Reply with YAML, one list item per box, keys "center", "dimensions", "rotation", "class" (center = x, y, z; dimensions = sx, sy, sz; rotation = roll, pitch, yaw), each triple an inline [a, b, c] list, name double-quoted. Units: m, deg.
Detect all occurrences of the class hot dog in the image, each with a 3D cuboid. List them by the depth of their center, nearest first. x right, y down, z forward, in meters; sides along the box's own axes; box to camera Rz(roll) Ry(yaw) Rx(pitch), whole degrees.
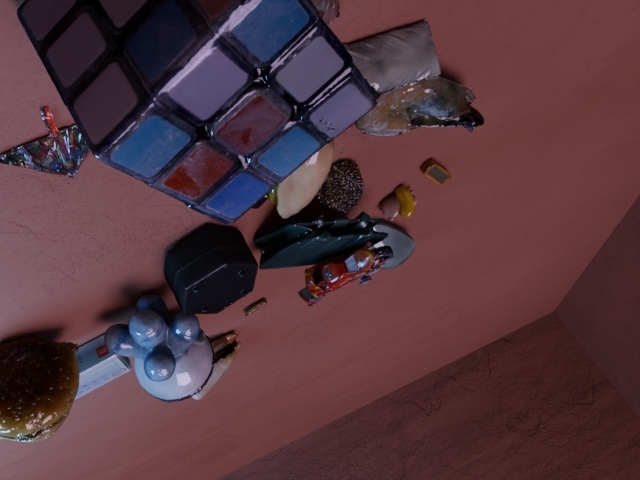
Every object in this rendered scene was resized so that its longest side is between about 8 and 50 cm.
- center: [-0.203, 0.208, 2.156]
  dimensions: [0.083, 0.021, 0.037]
  rotation: [-32, 173, -7]
  class: "hot dog"

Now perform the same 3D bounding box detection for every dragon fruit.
- center: [-0.022, 0.182, 2.257]
  dimensions: [0.083, 0.056, 0.060]
  rotation: [-30, 151, -9]
  class: "dragon fruit"

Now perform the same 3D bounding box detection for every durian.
- center: [0.065, -0.126, 1.827]
  dimensions: [0.148, 0.091, 0.188]
  rotation: [-38, 153, 11]
  class: "durian"

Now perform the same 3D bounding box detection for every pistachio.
- center: [-0.069, -0.184, 1.525]
  dimensions: [0.187, 0.188, 0.299]
  rotation: [-16, 154, -28]
  class: "pistachio"

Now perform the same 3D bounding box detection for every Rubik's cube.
- center: [-0.181, -0.291, 1.053]
  dimensions: [0.363, 0.362, 0.358]
  rotation: [-37, 154, 11]
  class: "Rubik's cube"

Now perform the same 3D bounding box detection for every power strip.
- center: [0.351, -0.201, 2.063]
  dimensions: [0.049, 0.028, 0.178]
  rotation: [-42, 150, 17]
  class: "power strip"

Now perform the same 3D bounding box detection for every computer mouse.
- center: [0.203, 0.028, 2.204]
  dimensions: [0.159, 0.097, 0.288]
  rotation: [-42, 151, 21]
  class: "computer mouse"

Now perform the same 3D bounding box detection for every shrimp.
- center: [0.254, -0.324, 1.706]
  dimensions: [0.445, 0.110, 0.221]
  rotation: [2, 143, -41]
  class: "shrimp"

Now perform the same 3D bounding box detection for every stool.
- center: [-0.277, 0.079, 1.751]
  dimensions: [0.232, 0.141, 0.232]
  rotation: [-24, 150, -15]
  class: "stool"

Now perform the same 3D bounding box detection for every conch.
- center: [-0.373, 0.395, 2.207]
  dimensions: [0.255, 0.127, 0.158]
  rotation: [-42, 128, -31]
  class: "conch"

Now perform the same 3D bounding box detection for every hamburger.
- center: [-0.703, 0.354, 1.655]
  dimensions: [0.286, 0.243, 0.146]
  rotation: [-30, 154, -39]
  class: "hamburger"

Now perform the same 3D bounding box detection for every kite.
- center: [-0.480, -0.181, 1.280]
  dimensions: [0.232, 0.009, 0.189]
  rotation: [-25, 150, -16]
  class: "kite"

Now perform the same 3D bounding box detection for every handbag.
- center: [-0.001, 0.000, 1.888]
  dimensions: [0.326, 0.090, 0.238]
  rotation: [-3, 163, -40]
  class: "handbag"

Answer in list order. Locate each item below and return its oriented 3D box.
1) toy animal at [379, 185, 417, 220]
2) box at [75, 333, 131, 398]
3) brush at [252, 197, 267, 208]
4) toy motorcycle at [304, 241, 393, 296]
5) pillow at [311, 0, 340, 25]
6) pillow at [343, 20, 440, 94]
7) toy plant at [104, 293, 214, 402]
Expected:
- center: [0.242, -0.101, 2.056]
  dimensions: [0.114, 0.091, 0.082]
  rotation: [-42, 164, 14]
  class: "toy animal"
- center: [-0.662, 0.364, 1.875]
  dimensions: [0.269, 0.079, 0.135]
  rotation: [-28, 152, -10]
  class: "box"
- center: [-0.113, -0.144, 1.698]
  dimensions: [0.193, 0.016, 0.062]
  rotation: [-43, 151, 20]
  class: "brush"
- center: [0.063, 0.087, 1.930]
  dimensions: [0.298, 0.089, 0.171]
  rotation: [-26, 164, 31]
  class: "toy motorcycle"
- center: [-0.068, -0.390, 1.328]
  dimensions: [0.248, 0.049, 0.135]
  rotation: [-47, 150, 17]
  class: "pillow"
- center: [0.159, -0.389, 1.497]
  dimensions: [0.229, 0.128, 0.051]
  rotation: [-21, -165, -20]
  class: "pillow"
- center: [-0.424, 0.270, 1.808]
  dimensions: [0.247, 0.247, 0.332]
  rotation: [-28, 151, -8]
  class: "toy plant"
